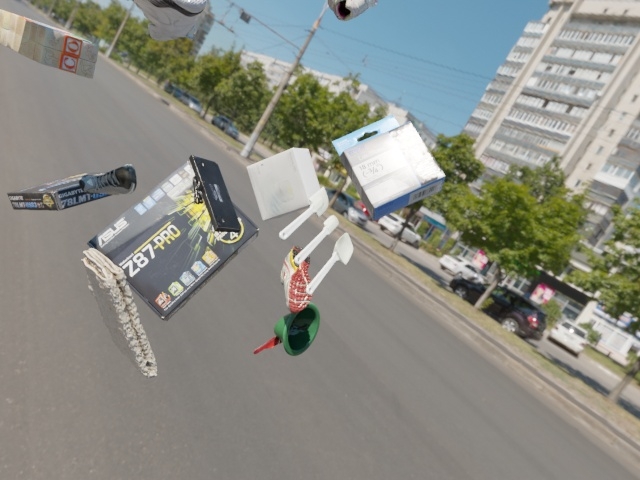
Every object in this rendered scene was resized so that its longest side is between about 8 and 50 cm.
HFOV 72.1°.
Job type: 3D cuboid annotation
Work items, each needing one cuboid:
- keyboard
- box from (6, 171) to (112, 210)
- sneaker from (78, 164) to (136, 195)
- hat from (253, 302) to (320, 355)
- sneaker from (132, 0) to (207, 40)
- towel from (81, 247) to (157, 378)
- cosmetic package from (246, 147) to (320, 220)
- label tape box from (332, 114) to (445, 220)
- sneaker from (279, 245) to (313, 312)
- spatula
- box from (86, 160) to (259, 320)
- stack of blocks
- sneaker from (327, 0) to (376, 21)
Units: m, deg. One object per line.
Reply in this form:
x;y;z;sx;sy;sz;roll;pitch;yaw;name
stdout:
-0.236;-0.100;0.938;0.108;0.023;0.180;6;57;-60;keyboard
-0.867;-0.177;1.544;0.293;0.073;0.295;3;22;32;box
-0.657;-0.175;1.343;0.132;0.086;0.228;-9;-2;-42;sneaker
-0.132;0.282;1.476;0.183;0.208;0.173;13;-40;38;hat
-0.525;-0.713;1.290;0.365;0.137;0.210;14;-19;-18;sneaker
-0.447;0.163;0.973;0.049;0.282;0.187;-27;31;-34;towel
-0.136;-0.217;1.718;0.138;0.224;0.224;-20;93;-65;cosmetic package
0.203;-0.263;1.403;0.106;0.240;0.334;72;-7;-68;label tape box
-0.079;0.130;1.382;0.088;0.092;0.225;24;44;-25;sneaker
0.000;0.000;0.909;0.168;0.019;0.242;67;29;-16;spatula
-0.436;-0.004;1.350;0.318;0.395;0.097;44;-18;4;box
-0.713;-0.520;1.176;0.297;0.087;0.171;29;18;31;stack of blocks
0.082;-0.831;1.537;0.103;0.111;0.252;55;-9;-33;sneaker
